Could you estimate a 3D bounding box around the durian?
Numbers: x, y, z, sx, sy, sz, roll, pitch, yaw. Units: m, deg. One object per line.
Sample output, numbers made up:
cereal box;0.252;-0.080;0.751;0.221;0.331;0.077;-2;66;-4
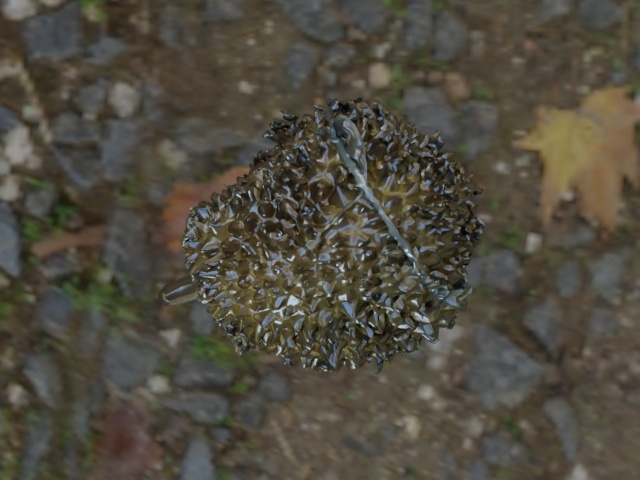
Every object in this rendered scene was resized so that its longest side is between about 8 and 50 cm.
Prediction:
durian;0.000;0.000;0.509;0.091;0.080;0.080;-18;107;8
